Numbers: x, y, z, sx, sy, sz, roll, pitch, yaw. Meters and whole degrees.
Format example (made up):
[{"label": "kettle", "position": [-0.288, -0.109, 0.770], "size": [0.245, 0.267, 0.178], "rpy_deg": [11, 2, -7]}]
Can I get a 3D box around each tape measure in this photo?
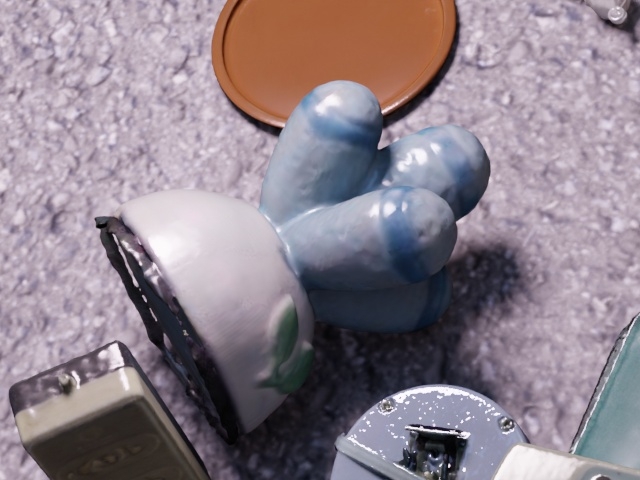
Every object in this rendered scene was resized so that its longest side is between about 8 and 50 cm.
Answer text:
[{"label": "tape measure", "position": [0.092, 0.210, 1.540], "size": [0.182, 0.107, 0.181], "rpy_deg": [-1, 64, 17]}]

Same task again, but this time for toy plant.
[{"label": "toy plant", "position": [0.000, 0.000, 1.634], "size": [0.332, 0.247, 0.247], "rpy_deg": [-29, 55, -10]}]

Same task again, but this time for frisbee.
[{"label": "frisbee", "position": [0.013, -0.207, 1.882], "size": [0.251, 0.021, 0.250], "rpy_deg": [-7, 56, 10]}]

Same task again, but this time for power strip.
[{"label": "power strip", "position": [-0.166, 0.175, 1.536], "size": [0.105, 0.256, 0.070], "rpy_deg": [-25, 55, -1]}]

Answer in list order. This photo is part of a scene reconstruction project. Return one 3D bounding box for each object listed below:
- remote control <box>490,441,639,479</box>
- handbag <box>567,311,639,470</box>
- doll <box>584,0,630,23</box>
[{"label": "remote control", "position": [0.255, 0.234, 1.400], "size": [0.285, 0.038, 0.123], "rpy_deg": [14, 63, 22]}, {"label": "handbag", "position": [0.336, 0.202, 1.490], "size": [0.274, 0.100, 0.268], "rpy_deg": [14, 59, 21]}, {"label": "doll", "position": [0.261, -0.294, 1.853], "size": [0.114, 0.057, 0.227], "rpy_deg": [-21, 53, -4]}]
